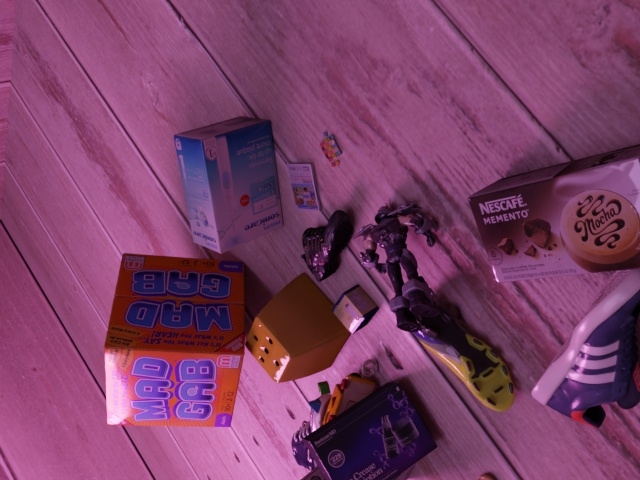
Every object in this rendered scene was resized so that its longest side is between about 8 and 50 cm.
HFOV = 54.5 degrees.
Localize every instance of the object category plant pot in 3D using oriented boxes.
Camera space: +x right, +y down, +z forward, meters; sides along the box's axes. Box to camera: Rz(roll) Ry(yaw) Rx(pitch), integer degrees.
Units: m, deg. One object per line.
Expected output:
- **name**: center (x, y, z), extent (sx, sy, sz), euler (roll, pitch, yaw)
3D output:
- **plant pot**: center (-0.076, 0.252, 1.658), extent (0.212, 0.187, 0.212), euler (47, 138, 21)

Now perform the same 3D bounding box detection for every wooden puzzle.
- **wooden puzzle**: center (0.024, -0.212, 1.435), extent (0.049, 0.006, 0.083), euler (-29, 88, 51)

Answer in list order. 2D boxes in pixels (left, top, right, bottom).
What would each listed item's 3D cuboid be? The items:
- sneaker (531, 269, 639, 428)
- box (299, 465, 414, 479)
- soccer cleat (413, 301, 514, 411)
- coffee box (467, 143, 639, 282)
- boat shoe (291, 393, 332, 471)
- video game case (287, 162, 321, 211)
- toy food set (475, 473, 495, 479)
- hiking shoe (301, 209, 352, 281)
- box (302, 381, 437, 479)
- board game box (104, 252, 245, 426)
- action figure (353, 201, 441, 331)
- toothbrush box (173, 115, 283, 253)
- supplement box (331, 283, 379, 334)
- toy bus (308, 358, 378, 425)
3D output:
- **sneaker**: center (0.495, 0.189, 1.045), extent (0.148, 0.131, 0.349), euler (34, 139, 23)
- **box**: center (0.087, 0.619, 1.595), extent (0.169, 0.290, 0.087), euler (36, 135, 28)
- **soccer cleat**: center (0.300, 0.242, 1.332), extent (0.289, 0.093, 0.121), euler (47, 169, 14)
- **coffee box**: center (0.411, -0.039, 1.005), extent (0.297, 0.119, 0.168), euler (-11, 103, 50)
- **boat shoe**: center (-0.021, 0.561, 1.795), extent (0.158, 0.127, 0.340), euler (16, 126, 33)
- **video game case**: center (-0.040, -0.133, 1.547), extent (0.087, 0.011, 0.121), euler (8, 116, 45)
- **toy food set**: center (0.395, 0.584, 1.443), extent (0.082, 0.020, 0.083), euler (47, 138, 20)
- **hiking shoe**: center (0.000, 0.000, 1.514), extent (0.114, 0.086, 0.226), euler (41, 137, 21)
- **box**: center (0.118, 0.488, 1.498), extent (0.184, 0.261, 0.103), euler (58, 163, 9)
- **board game box**: center (-0.420, 0.295, 1.824), extent (0.356, 0.357, 0.356), euler (-99, 18, -48)
- **action figure**: center (0.165, 0.041, 1.302), extent (0.185, 0.099, 0.284), euler (-39, 51, 39)
- **toothbrush box**: center (-0.228, -0.146, 1.588), extent (0.126, 0.216, 0.295), euler (19, 123, 42)
- **supplement box**: center (0.085, 0.170, 1.536), extent (0.083, 0.056, 0.083), euler (49, 139, 18)
- **toy bus**: center (0.077, 0.419, 1.638), extent (0.190, 0.202, 0.104), euler (65, 172, -12)
